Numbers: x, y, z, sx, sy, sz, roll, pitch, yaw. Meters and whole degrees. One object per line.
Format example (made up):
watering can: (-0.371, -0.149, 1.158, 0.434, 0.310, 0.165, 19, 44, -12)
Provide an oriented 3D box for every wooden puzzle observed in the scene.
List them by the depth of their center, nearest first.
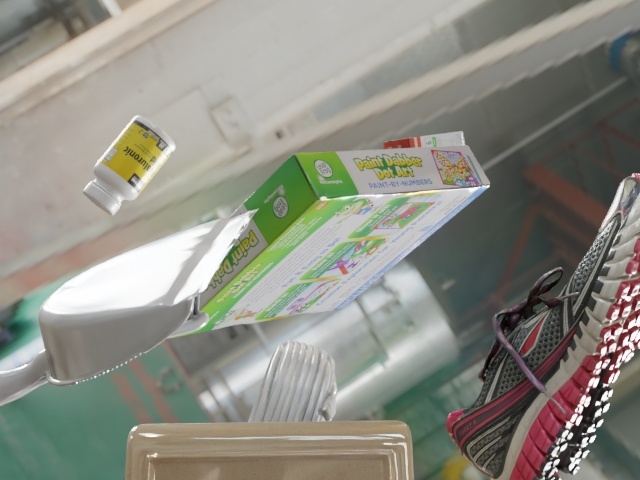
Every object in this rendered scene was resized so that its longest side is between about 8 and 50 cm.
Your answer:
wooden puzzle: (-0.038, 0.244, 1.040, 0.044, 0.221, 0.238, 91, -2, -56)

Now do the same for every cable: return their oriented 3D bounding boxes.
cable: (-0.052, 0.254, 1.762, 0.089, 0.257, 0.257, 18, 23, -4)

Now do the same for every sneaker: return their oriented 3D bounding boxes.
sneaker: (0.208, 0.075, 1.197, 0.112, 0.299, 0.121, 32, 9, 29)

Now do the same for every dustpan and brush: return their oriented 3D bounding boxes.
dustpan and brush: (-0.137, 0.055, 0.821, 0.147, 0.211, 0.060, -64, 136, -67)

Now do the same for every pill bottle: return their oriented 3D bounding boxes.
pill bottle: (-0.235, -0.090, 1.699, 0.065, 0.116, 0.065, 36, -10, 8)

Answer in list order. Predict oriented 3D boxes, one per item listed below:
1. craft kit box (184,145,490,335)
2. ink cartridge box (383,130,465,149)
craft kit box: (0.000, 0.000, 1.350, 0.250, 0.247, 0.061, -42, -111, 38)
ink cartridge box: (0.149, -0.124, 1.987, 0.063, 0.115, 0.029, 76, 7, -67)
